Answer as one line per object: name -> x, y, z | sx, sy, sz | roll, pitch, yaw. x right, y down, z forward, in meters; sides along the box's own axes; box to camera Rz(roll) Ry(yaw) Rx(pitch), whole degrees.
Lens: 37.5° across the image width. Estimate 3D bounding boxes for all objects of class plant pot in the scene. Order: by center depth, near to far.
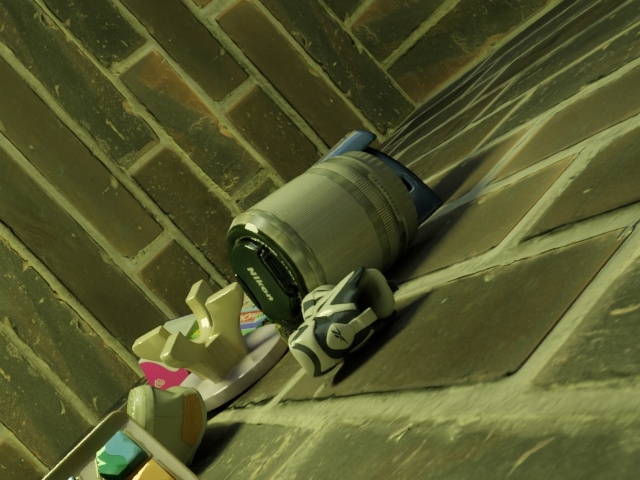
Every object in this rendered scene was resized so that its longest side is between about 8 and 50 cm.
plant pot -> 0.073, -0.083, 1.837 | 0.236, 0.212, 0.236 | -42, 5, 4

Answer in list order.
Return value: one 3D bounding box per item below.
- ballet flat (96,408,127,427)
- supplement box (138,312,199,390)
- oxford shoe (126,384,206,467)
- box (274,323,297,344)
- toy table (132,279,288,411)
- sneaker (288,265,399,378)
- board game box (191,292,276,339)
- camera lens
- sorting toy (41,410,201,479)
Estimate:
ballet flat -> -0.444, 0.433, 2.146 | 0.106, 0.107, 0.316 | -36, 6, -6
supplement box -> -0.347, 0.280, 2.340 | 0.114, 0.111, 0.220 | -18, 17, 16
oxford shoe -> -0.274, 0.334, 1.625 | 0.130, 0.169, 0.449 | 1, -17, -15
box -> -0.042, 0.146, 1.685 | 0.054, 0.059, 0.169 | -40, 6, 3
toy table -> -0.210, 0.198, 1.747 | 0.274, 0.161, 0.252 | -35, 19, 11
sneaker -> 0.049, 0.092, 1.315 | 0.153, 0.094, 0.235 | -34, 1, 17
board game box -> -0.144, 0.154, 2.136 | 0.213, 0.046, 0.317 | -45, 17, -30
camera lens -> 0.000, 0.000, 1.560 | 0.274, 0.219, 0.219 | -36, 1, -30
sorting toy -> -0.272, 0.339, 1.226 | 0.193, 0.208, 0.038 | -45, -37, -19
